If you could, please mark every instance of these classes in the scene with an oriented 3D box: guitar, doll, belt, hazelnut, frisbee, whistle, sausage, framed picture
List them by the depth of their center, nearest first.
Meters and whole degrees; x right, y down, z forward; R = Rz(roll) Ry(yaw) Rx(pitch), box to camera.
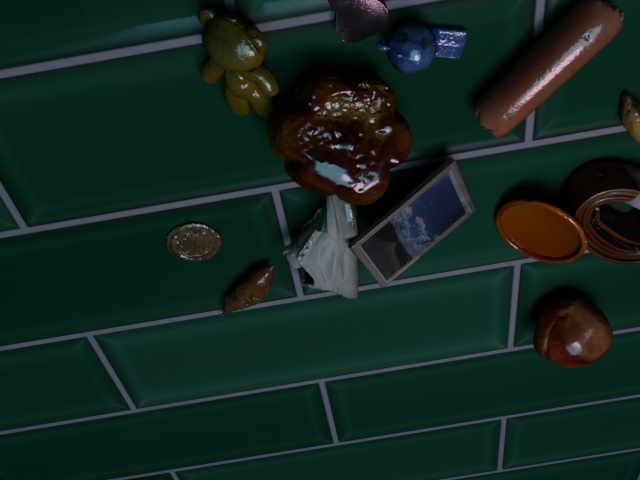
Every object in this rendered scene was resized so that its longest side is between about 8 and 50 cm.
[{"bbox_3d":[0.028,-0.408,1.064,0.088,0.025,0.233,-23,133,16],"label":"guitar"},{"bbox_3d":[-0.126,-0.286,1.134,0.137,0.097,0.210,21,153,15],"label":"doll"},{"bbox_3d":[0.167,-0.312,1.134,0.157,0.090,0.090,2,133,-9],"label":"whistle"},{"bbox_3d":[0.380,-0.293,1.182,0.086,0.086,0.289,27,126,-29],"label":"sausage"},{"bbox_3d":[0.184,-0.029,1.366,0.260,0.023,0.189,-39,143,0],"label":"framed picture"},{"bbox_3d":[0.615,-0.058,1.428,0.261,0.105,0.184,26,127,-25],"label":"belt"},{"bbox_3d":[0.455,-0.024,1.433,0.192,0.035,0.192,25,153,14],"label":"frisbee"},{"bbox_3d":[0.590,0.208,1.647,0.181,0.182,0.182,-4,134,-4],"label":"hazelnut"}]

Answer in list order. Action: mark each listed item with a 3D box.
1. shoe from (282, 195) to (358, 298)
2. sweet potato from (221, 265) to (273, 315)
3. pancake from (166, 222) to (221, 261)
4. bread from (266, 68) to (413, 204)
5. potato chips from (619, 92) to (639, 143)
[{"bbox_3d":[0.000,0.000,1.394,0.159,0.124,0.316,-2,134,6],"label":"shoe"},{"bbox_3d":[-0.162,0.116,1.522,0.206,0.060,0.068,-37,90,37],"label":"sweet potato"},{"bbox_3d":[-0.261,0.004,1.431,0.114,0.011,0.115,-5,133,-5],"label":"pancake"},{"bbox_3d":[0.037,-0.184,1.187,0.246,0.135,0.232,24,96,-13],"label":"bread"},{"bbox_3d":[0.726,-0.182,1.352,0.406,0.057,0.080,15,135,-20],"label":"potato chips"}]
